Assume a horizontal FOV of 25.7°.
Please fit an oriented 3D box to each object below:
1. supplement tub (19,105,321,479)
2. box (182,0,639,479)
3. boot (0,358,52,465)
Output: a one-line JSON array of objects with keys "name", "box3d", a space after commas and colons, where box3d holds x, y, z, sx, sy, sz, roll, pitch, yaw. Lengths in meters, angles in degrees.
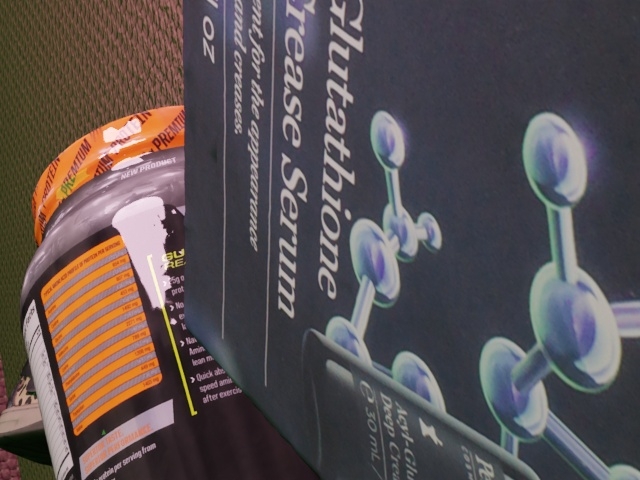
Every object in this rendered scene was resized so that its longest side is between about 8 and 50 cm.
[{"name": "supplement tub", "box3d": [-0.053, 0.102, 0.805, 0.207, 0.207, 0.338, 115, 143, -52]}, {"name": "box", "box3d": [0.131, -0.014, 0.468, 0.395, 0.212, 0.293, 41, 139, 44]}, {"name": "boot", "box3d": [-0.174, 0.077, 1.455, 0.377, 0.138, 0.284, -18, 52, 39]}]
